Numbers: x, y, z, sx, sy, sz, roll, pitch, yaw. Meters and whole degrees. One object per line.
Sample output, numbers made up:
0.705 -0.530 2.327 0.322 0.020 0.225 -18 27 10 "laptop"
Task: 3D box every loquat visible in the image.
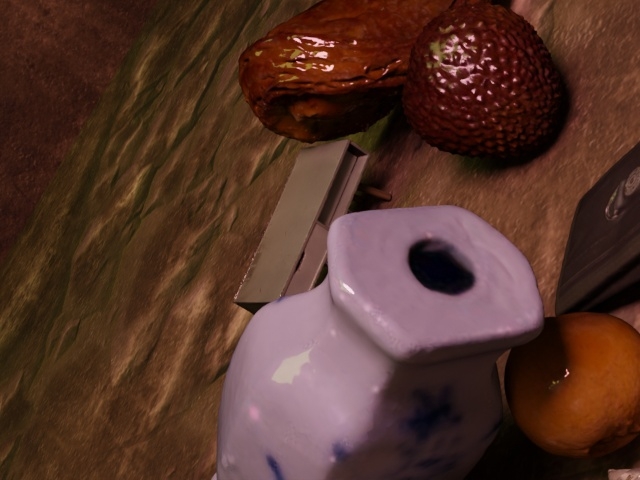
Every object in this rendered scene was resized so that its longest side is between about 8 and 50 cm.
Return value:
0.233 0.128 1.050 0.141 0.141 0.141 -39 33 32 "loquat"

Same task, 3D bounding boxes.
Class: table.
0.000 0.000 1.571 0.121 0.111 0.240 -3 59 58 "table"

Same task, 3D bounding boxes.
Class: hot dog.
0.079 -0.262 1.564 0.387 0.174 0.267 -34 2 -22 "hot dog"

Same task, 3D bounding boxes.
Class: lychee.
0.187 -0.182 1.381 0.194 0.194 0.194 -39 33 32 "lychee"

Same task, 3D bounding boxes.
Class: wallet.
0.304 -0.030 1.136 0.245 0.052 0.168 -46 25 55 "wallet"

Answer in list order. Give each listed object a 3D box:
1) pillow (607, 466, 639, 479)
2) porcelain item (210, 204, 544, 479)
0.277 0.261 0.900 0.134 0.078 0.181 -22 46 48 "pillow"
0.028 0.153 1.064 0.178 0.242 0.405 62 142 31 "porcelain item"
